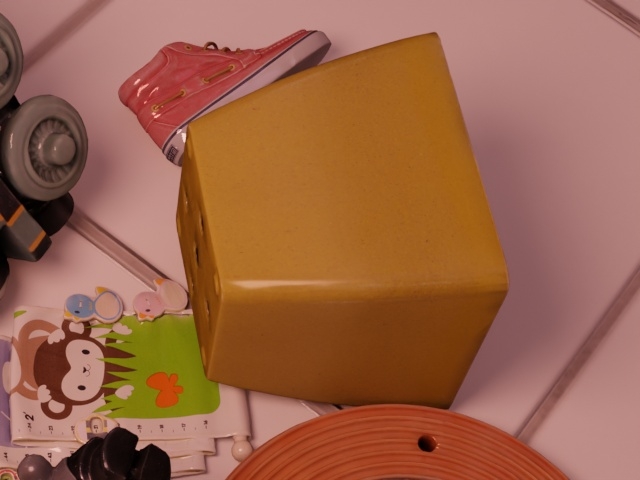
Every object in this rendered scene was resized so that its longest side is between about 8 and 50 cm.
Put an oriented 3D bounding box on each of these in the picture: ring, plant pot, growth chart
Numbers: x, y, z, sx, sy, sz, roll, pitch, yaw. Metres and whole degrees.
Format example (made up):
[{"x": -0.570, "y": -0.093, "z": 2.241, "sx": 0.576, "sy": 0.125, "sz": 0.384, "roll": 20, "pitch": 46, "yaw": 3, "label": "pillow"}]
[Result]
[{"x": 0.065, "y": 0.272, "z": 1.146, "sx": 0.337, "sy": 0.032, "sz": 0.336, "roll": 6, "pitch": 60, "yaw": -11, "label": "ring"}, {"x": 0.000, "y": 0.000, "z": 1.192, "sx": 0.187, "sy": 0.212, "sz": 0.212, "roll": -7, "pitch": 62, "yaw": -12, "label": "plant pot"}, {"x": -0.163, "y": 0.109, "z": 1.195, "sx": 0.237, "sy": 0.021, "sz": 0.172, "roll": -10, "pitch": 63, "yaw": -20, "label": "growth chart"}]

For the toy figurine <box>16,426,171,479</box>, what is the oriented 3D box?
[{"x": -0.173, "y": 0.238, "z": 1.020, "sx": 0.209, "sy": 0.148, "sz": 0.213, "roll": -16, "pitch": 73, "yaw": -45, "label": "toy figurine"}]

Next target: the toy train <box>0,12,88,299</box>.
[{"x": -0.297, "y": -0.085, "z": 1.125, "sx": 0.142, "sy": 0.334, "sz": 0.190, "roll": 11, "pitch": 57, "yaw": 38, "label": "toy train"}]

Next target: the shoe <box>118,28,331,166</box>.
[{"x": -0.077, "y": -0.139, "z": 1.336, "sx": 0.178, "sy": 0.063, "sz": 0.081, "roll": -38, "pitch": 79, "yaw": -24, "label": "shoe"}]
